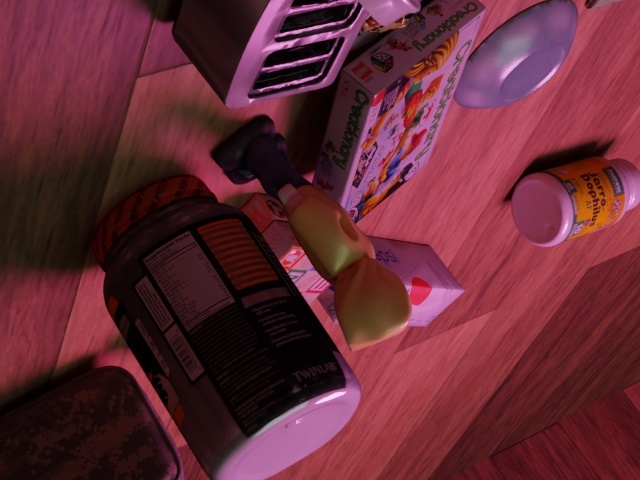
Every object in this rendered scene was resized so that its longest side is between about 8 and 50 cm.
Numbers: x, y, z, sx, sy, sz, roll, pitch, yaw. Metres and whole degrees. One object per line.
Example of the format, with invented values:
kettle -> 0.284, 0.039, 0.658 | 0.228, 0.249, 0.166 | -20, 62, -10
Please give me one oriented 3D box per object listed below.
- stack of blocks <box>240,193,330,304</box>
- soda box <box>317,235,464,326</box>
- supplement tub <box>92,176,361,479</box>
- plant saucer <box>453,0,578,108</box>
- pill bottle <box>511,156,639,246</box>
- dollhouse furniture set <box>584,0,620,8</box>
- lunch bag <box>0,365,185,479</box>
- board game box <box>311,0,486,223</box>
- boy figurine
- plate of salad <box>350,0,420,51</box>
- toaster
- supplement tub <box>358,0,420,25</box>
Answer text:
stack of blocks -> -0.107, 0.074, 1.819 | 0.297, 0.087, 0.171 | -45, 156, 23
soda box -> 0.095, 0.061, 2.065 | 0.091, 0.098, 0.286 | -44, 155, 20
supplement tub -> -0.112, 0.095, 1.555 | 0.194, 0.316, 0.193 | -28, 156, -14
plant saucer -> 0.260, -0.225, 1.804 | 0.195, 0.037, 0.195 | -30, 158, -14
pill bottle -> 0.409, -0.067, 2.221 | 0.208, 0.117, 0.117 | -16, 151, -38
dollhouse furniture set -> 0.394, -0.329, 1.753 | 0.076, 0.058, 0.151 | -25, 155, -22
lunch bag -> -0.336, 0.337, 1.860 | 0.305, 0.212, 0.256 | -28, 156, -14
board game box -> 0.080, -0.139, 1.646 | 0.193, 0.053, 0.305 | -40, 163, -28
boy figurine -> 0.000, 0.000, 1.566 | 0.092, 0.285, 0.177 | -35, 161, 0
plate of salad -> 0.084, -0.256, 1.444 | 0.200, 0.048, 0.200 | -40, 168, -10
toaster -> -0.039, -0.223, 1.293 | 0.186, 0.110, 0.168 | -17, 151, -36
supplement tub -> 0.138, -0.341, 1.104 | 0.331, 0.241, 0.241 | -31, 159, 13
